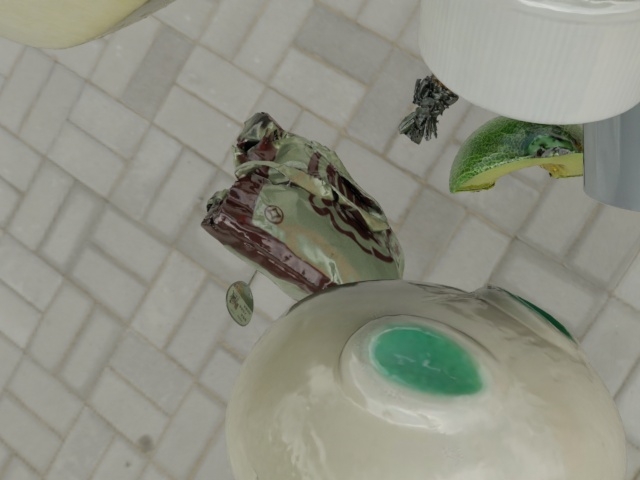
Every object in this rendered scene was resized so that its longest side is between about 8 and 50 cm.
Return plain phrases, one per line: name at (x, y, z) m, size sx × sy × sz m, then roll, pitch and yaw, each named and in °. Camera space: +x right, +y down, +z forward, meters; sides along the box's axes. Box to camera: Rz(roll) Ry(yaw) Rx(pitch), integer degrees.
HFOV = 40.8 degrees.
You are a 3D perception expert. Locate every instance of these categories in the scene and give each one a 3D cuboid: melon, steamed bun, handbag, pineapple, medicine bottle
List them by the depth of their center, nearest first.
medicine bottle at (0.107, -0.168, 0.322) m, size 0.139 × 0.237 × 0.139 m, roll 1°, pitch 47°, yaw -1°
steamed bun at (0.050, 0.087, 0.470) m, size 0.228 × 0.177 × 0.131 m, roll 4°, pitch 103°, yaw 49°
handbag at (0.000, 0.000, 0.824) m, size 0.235 × 0.213 × 0.127 m, roll 38°, pitch 117°, yaw -18°
pineapple at (0.159, -0.197, 1.134) m, size 0.074 × 0.074 × 0.159 m, roll 43°, pitch 119°, yaw 18°
melon at (0.353, -0.170, 1.451) m, size 0.265 × 0.169 × 0.129 m, roll -6°, pitch 78°, yaw -6°

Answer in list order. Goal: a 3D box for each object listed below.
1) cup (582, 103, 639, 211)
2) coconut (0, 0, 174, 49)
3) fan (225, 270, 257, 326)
cup at (0.410, -0.203, 0.827) m, size 0.322 × 0.236 × 0.327 m, roll 11°, pitch 112°, yaw 42°
coconut at (-0.156, -0.253, 0.399) m, size 0.322 × 0.323 × 0.323 m, roll -2°, pitch 84°, yaw 19°
fan at (-0.101, 0.068, 1.096) m, size 0.003 × 0.060 × 0.080 m, roll -3°, pitch 73°, yaw 31°
